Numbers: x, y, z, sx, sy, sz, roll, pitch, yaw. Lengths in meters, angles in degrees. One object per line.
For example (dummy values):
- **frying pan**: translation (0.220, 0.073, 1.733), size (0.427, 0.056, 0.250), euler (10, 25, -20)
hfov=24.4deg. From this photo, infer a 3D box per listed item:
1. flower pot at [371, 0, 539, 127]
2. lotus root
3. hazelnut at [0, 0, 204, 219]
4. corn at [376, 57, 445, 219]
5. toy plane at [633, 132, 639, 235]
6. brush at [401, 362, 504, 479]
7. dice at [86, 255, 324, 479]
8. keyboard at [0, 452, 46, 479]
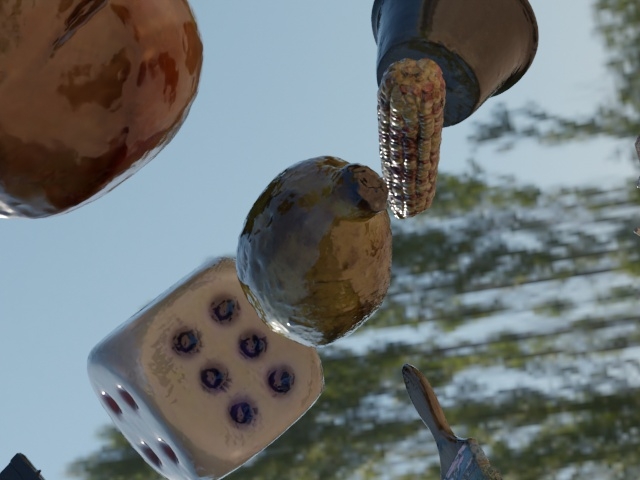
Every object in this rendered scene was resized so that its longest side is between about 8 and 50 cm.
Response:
- **flower pot**: translation (0.160, -0.246, 1.978), size (0.148, 0.235, 0.235), euler (-63, -40, -45)
- **lotus root**: translation (0.000, 0.000, 1.183), size (0.214, 0.138, 0.138), euler (114, 163, -56)
- **hazelnut**: translation (-0.307, -0.191, 1.609), size (0.372, 0.372, 0.315), euler (-38, -32, -69)
- **corn**: translation (0.104, -0.111, 1.684), size (0.237, 0.079, 0.080), euler (84, -170, -50)
- **toy plane**: translation (0.389, -0.059, 1.623), size (0.065, 0.162, 0.171), euler (19, -80, -41)
- **brush**: translation (0.110, 0.175, 1.277), size (0.070, 0.021, 0.196), euler (-67, 32, 34)
- **dice**: translation (-0.126, 0.143, 1.604), size (0.193, 0.194, 0.192), euler (54, 157, -2)
- **keyboard**: translation (-0.405, 0.434, 2.214), size (0.309, 0.101, 0.018), euler (38, 174, 40)
